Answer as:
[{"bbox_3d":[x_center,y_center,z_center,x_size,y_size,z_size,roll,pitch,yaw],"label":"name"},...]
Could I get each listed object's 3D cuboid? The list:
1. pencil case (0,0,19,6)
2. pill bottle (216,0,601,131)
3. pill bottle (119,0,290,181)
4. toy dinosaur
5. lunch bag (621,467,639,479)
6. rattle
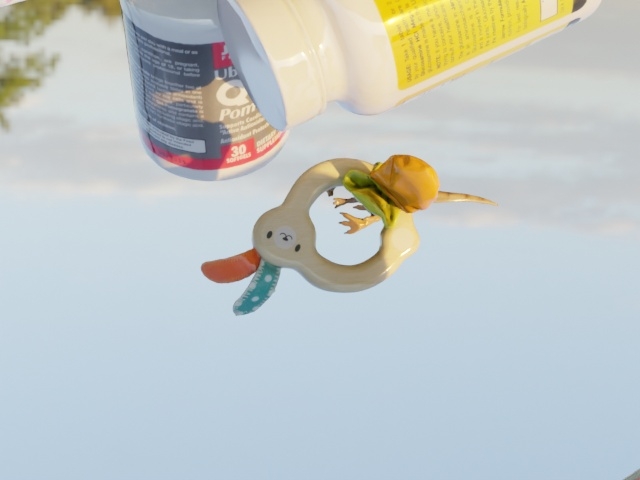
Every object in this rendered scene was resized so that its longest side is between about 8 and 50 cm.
[{"bbox_3d":[-0.243,-0.252,1.362,0.113,0.124,0.273,20,-158,18],"label":"pencil case"},{"bbox_3d":[0.082,-0.232,1.521,0.334,0.188,0.188,-26,-162,-14],"label":"pill bottle"},{"bbox_3d":[-0.120,-0.227,1.712,0.176,0.318,0.176,0,-130,1],"label":"pill bottle"},{"bbox_3d":[0.077,-0.056,1.803,0.211,0.064,0.112,15,-140,26],"label":"toy dinosaur"},{"bbox_3d":[0.261,0.174,1.020,0.293,0.120,0.258,-22,174,-43],"label":"lunch bag"},{"bbox_3d":[0.000,0.000,1.455,0.200,0.130,0.143,-17,-164,-14],"label":"rattle"}]
